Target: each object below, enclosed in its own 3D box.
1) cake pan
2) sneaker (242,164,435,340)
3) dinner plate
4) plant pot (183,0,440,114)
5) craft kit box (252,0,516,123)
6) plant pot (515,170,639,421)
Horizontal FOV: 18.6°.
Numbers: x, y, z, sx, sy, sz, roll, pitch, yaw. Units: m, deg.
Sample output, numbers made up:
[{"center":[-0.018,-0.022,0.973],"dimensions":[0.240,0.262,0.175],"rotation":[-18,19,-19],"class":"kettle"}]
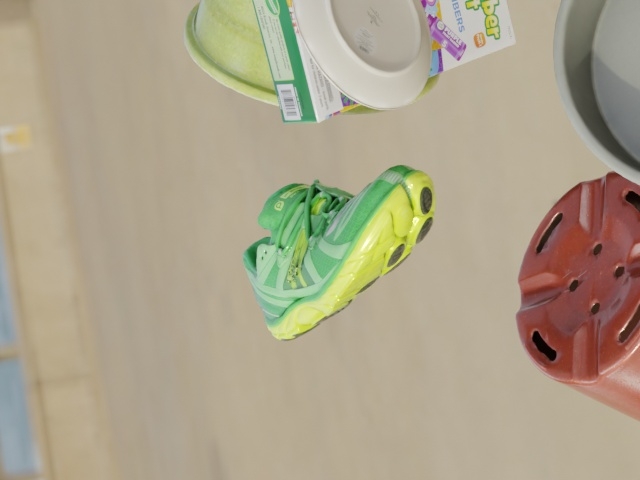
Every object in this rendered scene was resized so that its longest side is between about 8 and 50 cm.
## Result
[{"center":[0.343,-0.170,1.649],"dimensions":[0.054,0.293,0.293],"rotation":[29,-136,-60],"class":"cake pan"},{"center":[0.000,0.000,1.769],"dimensions":[0.123,0.109,0.295],"rotation":[54,146,3],"class":"sneaker"},{"center":[0.036,-0.165,1.453],"dimensions":[0.017,0.141,0.141],"rotation":[-24,73,46],"class":"dinner plate"},{"center":[0.010,-0.306,1.997],"dimensions":[0.276,0.276,0.254],"rotation":[-115,29,-53],"class":"plant pot"},{"center":[0.044,-0.254,1.700],"dimensions":[0.061,0.247,0.250],"rotation":[1,111,49],"class":"craft kit box"},{"center":[0.342,0.069,1.826],"dimensions":[0.272,0.265,0.272],"rotation":[-31,49,44],"class":"plant pot"}]
